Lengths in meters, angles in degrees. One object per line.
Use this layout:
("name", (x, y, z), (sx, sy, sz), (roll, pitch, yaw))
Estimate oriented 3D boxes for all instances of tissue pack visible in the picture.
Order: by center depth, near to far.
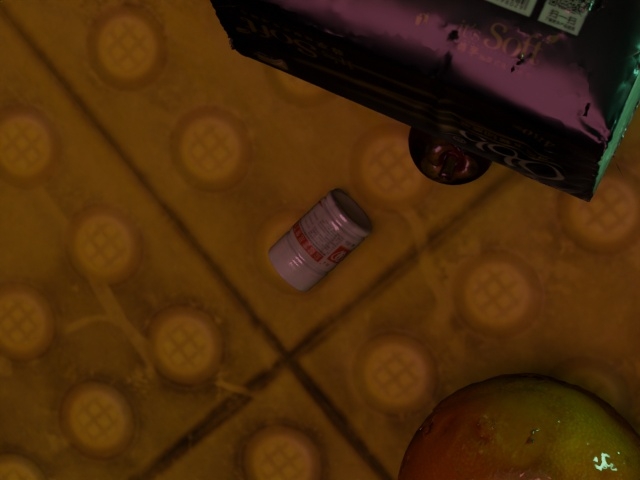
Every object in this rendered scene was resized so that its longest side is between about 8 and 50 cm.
("tissue pack", (0.114, -0.203, 1.389), (0.370, 0.198, 0.210), (25, 78, 12))

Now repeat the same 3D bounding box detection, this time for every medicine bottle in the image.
("medicine bottle", (0.000, 0.000, 1.558), (0.089, 0.057, 0.057), (-43, 86, 20))

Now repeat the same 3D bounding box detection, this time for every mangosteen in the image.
("mangosteen", (0.118, -0.089, 1.496), (0.081, 0.081, 0.081), (3, 101, 16))

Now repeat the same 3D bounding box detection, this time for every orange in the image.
("orange", (0.184, 0.234, 1.463), (0.240, 0.240, 0.240), (3, 101, 16))
